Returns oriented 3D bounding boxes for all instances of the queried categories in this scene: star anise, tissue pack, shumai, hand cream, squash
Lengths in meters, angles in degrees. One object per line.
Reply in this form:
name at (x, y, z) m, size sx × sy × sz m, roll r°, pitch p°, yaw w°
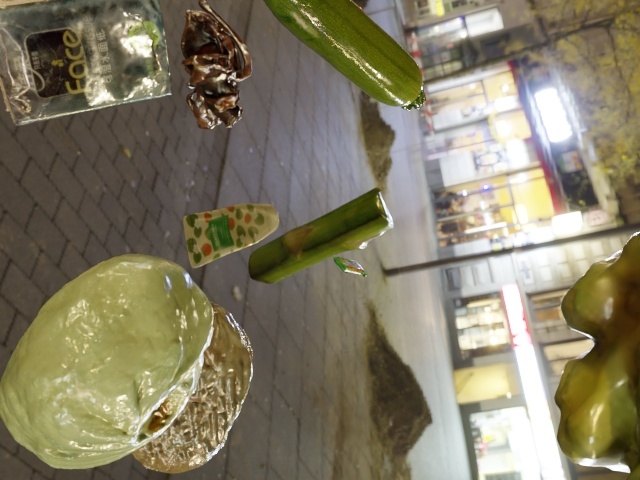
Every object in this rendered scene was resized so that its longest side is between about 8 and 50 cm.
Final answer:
star anise at (-0.184, -0.292, 1.176) m, size 0.220 × 0.125 × 0.190 m, roll 165°, pitch -74°, yaw -79°
tissue pack at (-0.340, -0.272, 0.946) m, size 0.073 × 0.235 × 0.173 m, roll 47°, pitch -36°, yaw 42°
shumai at (-0.168, 0.169, 0.832) m, size 0.153 × 0.161 × 0.210 m, roll -135°, pitch -132°, yaw -79°
hand cream at (-0.099, -0.014, 0.763) m, size 0.165 × 0.037 × 0.057 m, roll -23°, pitch 106°, yaw -58°
squash at (0.031, -0.209, 0.699) m, size 0.258 × 0.069 × 0.069 m, roll 30°, pitch 42°, yaw -33°

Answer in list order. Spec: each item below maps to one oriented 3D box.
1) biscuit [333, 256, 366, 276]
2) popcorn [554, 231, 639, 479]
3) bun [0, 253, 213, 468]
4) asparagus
biscuit at (0.062, 0.054, 1.407) m, size 0.089 × 0.016 × 0.046 m, roll 14°, pitch 30°, yaw -51°
popcorn at (0.310, 0.083, 0.371) m, size 0.274 × 0.335 × 0.279 m, roll 30°, pitch 61°, yaw -35°
bun at (-0.167, 0.109, 0.572) m, size 0.195 × 0.118 × 0.195 m, roll -52°, pitch 163°, yaw -23°
asparagus at (0.000, -0.002, 0.900) m, size 0.067 × 0.277 × 0.060 m, roll 45°, pitch 46°, yaw -22°
